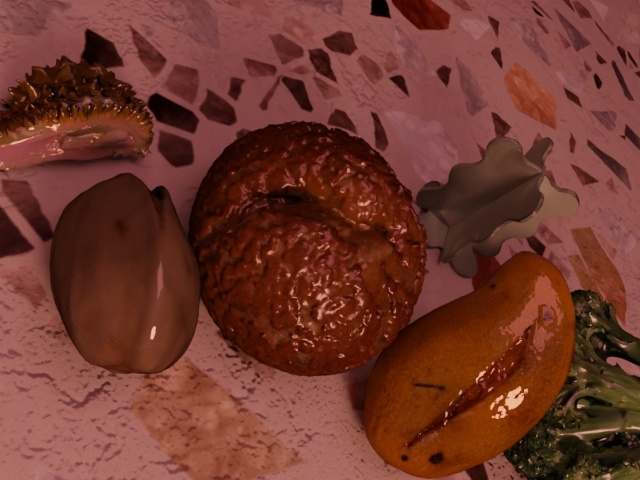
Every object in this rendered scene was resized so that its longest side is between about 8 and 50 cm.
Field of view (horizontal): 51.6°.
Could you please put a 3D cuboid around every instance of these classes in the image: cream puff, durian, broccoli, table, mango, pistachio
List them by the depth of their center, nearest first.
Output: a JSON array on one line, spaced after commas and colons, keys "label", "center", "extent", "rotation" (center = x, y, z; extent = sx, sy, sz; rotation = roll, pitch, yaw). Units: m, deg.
[{"label": "pistachio", "center": [-0.185, 0.025, 0.640], "extent": [0.137, 0.153, 0.238], "rotation": [24, 23, -36]}, {"label": "durian", "center": [-0.276, -0.136, 0.698], "extent": [0.224, 0.078, 0.140], "rotation": [-31, 86, -44]}, {"label": "cream puff", "center": [0.000, 0.000, 0.742], "extent": [0.302, 0.212, 0.303], "rotation": [17, 61, -32]}, {"label": "mango", "center": [0.169, 0.149, 0.744], "extent": [0.177, 0.295, 0.120], "rotation": [45, 16, 6]}, {"label": "broccoli", "center": [0.342, 0.209, 0.863], "extent": [0.265, 0.245, 0.295], "rotation": [28, 75, -57]}, {"label": "table", "center": [0.256, -0.057, 0.972], "extent": [0.166, 0.198, 0.167], "rotation": [17, 57, -28]}]
